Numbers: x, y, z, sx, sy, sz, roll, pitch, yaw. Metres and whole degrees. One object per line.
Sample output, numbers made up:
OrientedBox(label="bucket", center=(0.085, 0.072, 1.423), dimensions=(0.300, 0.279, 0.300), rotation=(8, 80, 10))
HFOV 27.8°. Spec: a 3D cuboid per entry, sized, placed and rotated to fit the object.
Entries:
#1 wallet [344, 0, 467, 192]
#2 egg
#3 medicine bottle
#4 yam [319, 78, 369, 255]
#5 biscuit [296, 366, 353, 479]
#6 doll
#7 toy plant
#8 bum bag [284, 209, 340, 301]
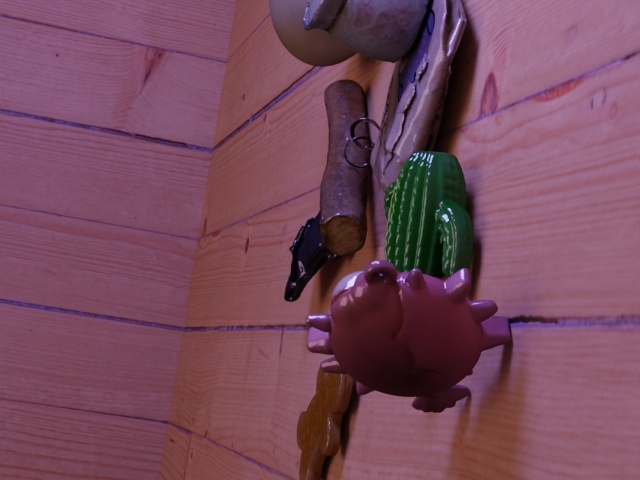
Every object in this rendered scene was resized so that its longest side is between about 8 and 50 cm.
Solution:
OrientedBox(label="wallet", center=(0.121, -0.204, 1.742), dimensions=(0.275, 0.068, 0.335), rotation=(-104, 29, -64))
OrientedBox(label="egg", center=(0.011, -0.383, 2.057), dimensions=(0.253, 0.189, 0.188), rotation=(106, 166, -50))
OrientedBox(label="medicine bottle", center=(0.061, -0.324, 1.723), dimensions=(0.147, 0.143, 0.147), rotation=(-160, 90, -80))
OrientedBox(label="yam", center=(0.036, -0.125, 1.975), dimensions=(0.356, 0.081, 0.081), rotation=(-90, 17, -46))
OrientedBox(label="biscuit", center=(0.011, 0.259, 1.913), dimensions=(0.240, 0.035, 0.158), rotation=(114, 159, -44))
OrientedBox(label="doll", center=(0.092, 0.106, 1.362), dimensions=(0.262, 0.211, 0.093), rotation=(54, -152, -44))
OrientedBox(label="toy plant", center=(0.127, 0.010, 1.531), dimensions=(0.155, 0.088, 0.240), rotation=(-36, 51, 49))
OrientedBox(label="bum bag", center=(0.000, 0.000, 2.067), dimensions=(0.248, 0.060, 0.123), rotation=(-47, 26, 49))
